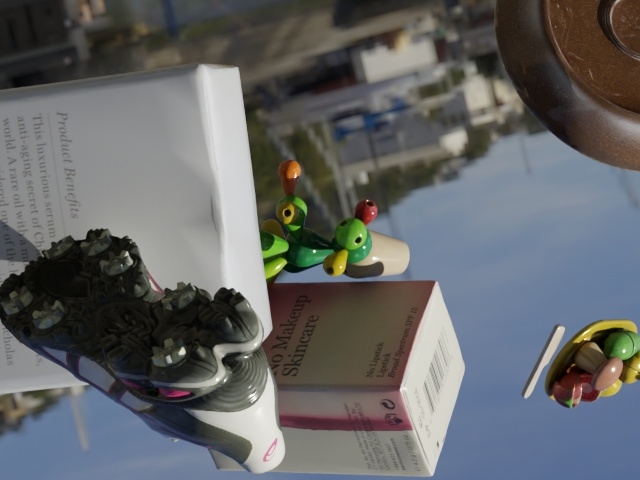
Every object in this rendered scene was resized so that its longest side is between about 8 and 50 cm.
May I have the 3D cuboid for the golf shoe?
[{"bbox_3d":[-0.127,0.076,1.100,0.105,0.120,0.273,-38,-146,-21],"label":"golf shoe"}]

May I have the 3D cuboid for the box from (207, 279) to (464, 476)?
[{"bbox_3d":[0.005,0.131,1.588,0.232,0.127,0.149,-2,-139,23],"label":"box"}]

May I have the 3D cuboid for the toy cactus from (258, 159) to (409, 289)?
[{"bbox_3d":[0.000,0.000,1.564,0.180,0.112,0.219,7,159,-33],"label":"toy cactus"}]

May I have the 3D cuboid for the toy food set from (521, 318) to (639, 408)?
[{"bbox_3d":[0.360,0.172,2.115,0.218,0.128,0.071,0,-146,-49],"label":"toy food set"}]

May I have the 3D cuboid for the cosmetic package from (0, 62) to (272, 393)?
[{"bbox_3d":[-0.282,0.000,1.289,0.453,0.230,0.161,-6,-174,8],"label":"cosmetic package"}]

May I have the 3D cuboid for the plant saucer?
[{"bbox_3d":[0.343,-0.226,1.796,0.310,0.311,0.050,-17,164,-24],"label":"plant saucer"}]
